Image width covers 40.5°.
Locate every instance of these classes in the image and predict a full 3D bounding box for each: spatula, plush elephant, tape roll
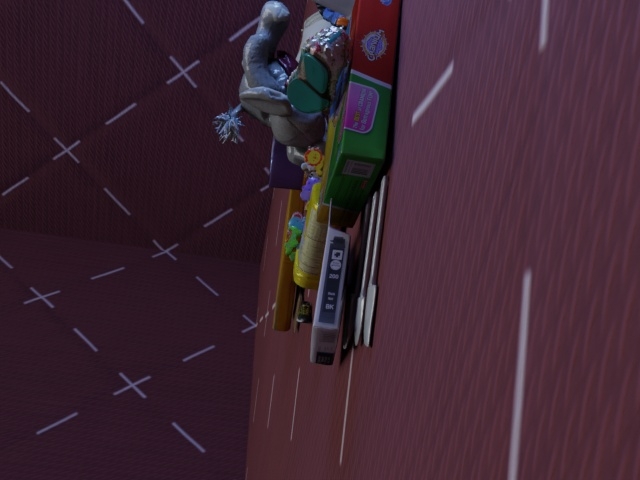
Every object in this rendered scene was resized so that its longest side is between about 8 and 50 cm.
[{"bbox_3d":[0.064,0.036,1.262,0.168,0.019,0.242,128,149,-79],"label":"spatula"},{"bbox_3d":[-0.057,-0.306,1.866,0.330,0.255,0.272,-51,-40,-5],"label":"plush elephant"},{"bbox_3d":[-0.076,-0.217,2.077,0.189,0.080,0.189,-174,90,-84],"label":"tape roll"}]

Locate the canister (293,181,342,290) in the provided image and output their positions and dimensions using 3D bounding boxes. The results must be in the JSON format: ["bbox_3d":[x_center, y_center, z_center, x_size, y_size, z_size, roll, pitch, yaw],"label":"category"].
[{"bbox_3d":[0.001,-0.010,1.632,0.126,0.073,0.170,-91,12,-62],"label":"canister"}]

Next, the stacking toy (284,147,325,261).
[{"bbox_3d":[-0.034,-0.067,1.790,0.167,0.052,0.221,63,-135,-80],"label":"stacking toy"}]

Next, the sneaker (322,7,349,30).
[{"bbox_3d":[0.062,-0.457,1.705,0.221,0.083,0.087,-114,46,-68],"label":"sneaker"}]

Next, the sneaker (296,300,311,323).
[{"bbox_3d":[-0.036,0.158,1.921,0.083,0.031,0.035,-106,25,-75],"label":"sneaker"}]

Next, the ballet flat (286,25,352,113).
[{"bbox_3d":[0.005,-0.263,1.356,0.077,0.091,0.241,-51,4,-13],"label":"ballet flat"}]

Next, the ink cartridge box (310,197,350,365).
[{"bbox_3d":[0.019,0.070,1.363,0.206,0.045,0.208,93,-176,-68],"label":"ink cartridge box"}]

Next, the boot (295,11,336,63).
[{"bbox_3d":[-0.032,-0.446,2.187,0.262,0.095,0.203,-47,31,47],"label":"boot"}]

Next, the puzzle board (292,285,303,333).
[{"bbox_3d":[-0.056,0.166,2.187,0.128,0.011,0.096,-99,17,-71],"label":"puzzle board"}]

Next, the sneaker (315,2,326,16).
[{"bbox_3d":[0.054,-0.633,1.969,0.124,0.107,0.283,-4,-84,-68],"label":"sneaker"}]

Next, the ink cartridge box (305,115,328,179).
[{"bbox_3d":[-0.024,-0.185,2.159,0.181,0.056,0.225,-94,15,-62],"label":"ink cartridge box"}]

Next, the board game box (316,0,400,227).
[{"bbox_3d":[0.059,-0.212,1.365,0.242,0.064,0.317,112,167,-65],"label":"board game box"}]

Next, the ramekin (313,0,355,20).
[{"bbox_3d":[0.046,-0.517,1.472,0.273,0.127,0.273,-167,90,-77],"label":"ramekin"}]

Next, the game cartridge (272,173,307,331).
[{"bbox_3d":[-0.075,0.025,2.235,0.285,0.052,0.324,-86,6,-47],"label":"game cartridge"}]
